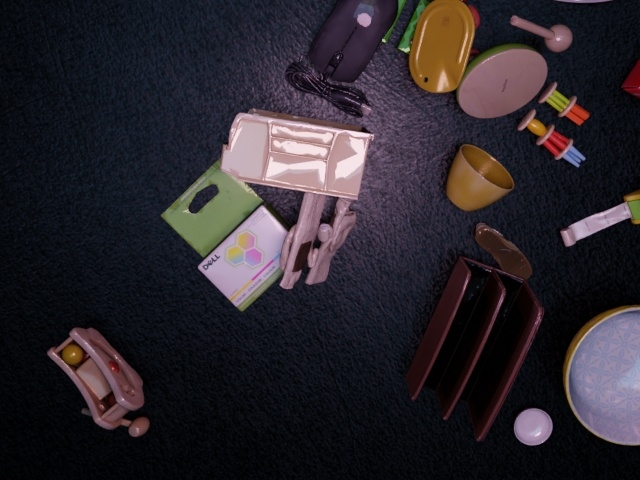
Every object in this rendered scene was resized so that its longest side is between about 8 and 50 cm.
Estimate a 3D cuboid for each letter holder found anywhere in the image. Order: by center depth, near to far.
[{"bbox_3d":[0.303,0.217,1.617,0.152,0.214,0.302,20,105,-4],"label":"letter holder"}]

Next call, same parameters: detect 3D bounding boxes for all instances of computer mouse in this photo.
[{"bbox_3d":[0.060,-0.383,1.571,0.188,0.072,0.272,27,114,-4],"label":"computer mouse"}]

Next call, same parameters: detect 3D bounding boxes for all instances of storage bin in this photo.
[{"bbox_3d":[-0.045,-0.173,1.543,0.260,0.262,0.123,10,101,-2],"label":"storage bin"}]

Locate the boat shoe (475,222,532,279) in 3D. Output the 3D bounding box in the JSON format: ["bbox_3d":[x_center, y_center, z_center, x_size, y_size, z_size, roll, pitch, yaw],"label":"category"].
[{"bbox_3d":[0.384,0.022,1.692,0.153,0.048,0.056,39,113,-10],"label":"boat shoe"}]

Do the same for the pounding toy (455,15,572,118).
[{"bbox_3d":[0.357,-0.361,1.589,0.183,0.110,0.237,7,140,-31],"label":"pounding toy"}]

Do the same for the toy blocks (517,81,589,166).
[{"bbox_3d":[0.497,-0.232,1.645,0.148,0.054,0.123,36,97,-6],"label":"toy blocks"}]

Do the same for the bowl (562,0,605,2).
[{"bbox_3d":[0.487,-0.589,1.490,0.311,0.311,0.163,11,80,-3],"label":"bowl"}]

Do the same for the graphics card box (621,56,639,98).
[{"bbox_3d":[0.832,-0.313,1.618,0.371,0.094,0.233,30,97,-6],"label":"graphics card box"}]

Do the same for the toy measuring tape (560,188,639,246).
[{"bbox_3d":[0.661,-0.061,1.645,0.330,0.121,0.121,-23,99,3],"label":"toy measuring tape"}]

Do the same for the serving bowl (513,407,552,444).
[{"bbox_3d":[0.461,0.402,1.759,0.083,0.027,0.083,0,100,0],"label":"serving bowl"}]

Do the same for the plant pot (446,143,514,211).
[{"bbox_3d":[0.309,-0.116,1.635,0.134,0.134,0.095,35,121,-6],"label":"plant pot"}]

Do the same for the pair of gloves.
[{"bbox_3d":[0.000,0.000,1.592,0.042,0.240,0.204,26,99,22],"label":"pair of gloves"}]

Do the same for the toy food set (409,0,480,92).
[{"bbox_3d":[0.252,-0.393,1.552,0.128,0.071,0.218,28,114,33],"label":"toy food set"}]

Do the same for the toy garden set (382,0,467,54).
[{"bbox_3d":[0.184,-0.480,1.607,0.244,0.049,0.204,25,100,-4],"label":"toy garden set"}]

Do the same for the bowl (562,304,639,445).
[{"bbox_3d":[0.629,0.259,1.674,0.289,0.156,0.289,0,99,-1],"label":"bowl"}]

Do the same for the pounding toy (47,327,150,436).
[{"bbox_3d":[-0.467,0.323,1.670,0.155,0.154,0.269,-40,97,5],"label":"pounding toy"}]

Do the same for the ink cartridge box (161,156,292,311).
[{"bbox_3d":[-0.182,-0.014,1.649,0.189,0.097,0.255,-43,98,6],"label":"ink cartridge box"}]
